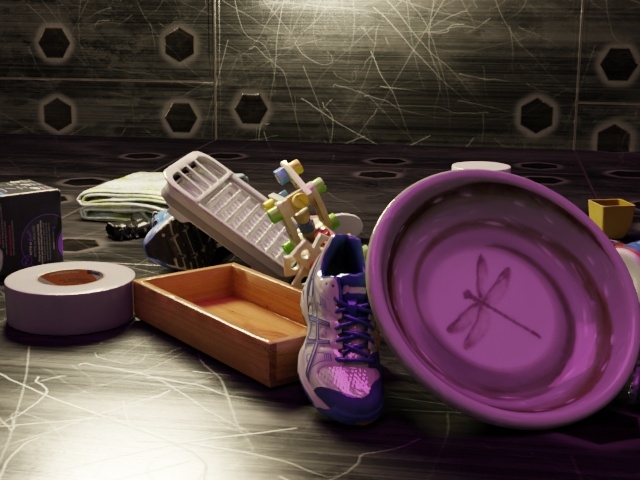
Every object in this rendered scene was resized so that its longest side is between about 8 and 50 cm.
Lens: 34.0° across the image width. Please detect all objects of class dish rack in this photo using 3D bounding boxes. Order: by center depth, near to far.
[{"bbox_3d":[-0.163,-0.037,2.080,0.333,0.072,0.285,36,17,-1],"label":"dish rack"}]

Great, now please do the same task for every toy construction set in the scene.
[{"bbox_3d":[0.000,0.000,1.882,0.151,0.215,0.327,-24,28,2],"label":"toy construction set"}]

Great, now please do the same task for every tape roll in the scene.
[{"bbox_3d":[-0.427,0.096,1.793,0.219,0.072,0.219,1,13,0],"label":"tape roll"}]

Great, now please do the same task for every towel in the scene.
[{"bbox_3d":[-0.392,-0.116,2.659,0.321,0.090,0.374,5,14,18],"label":"towel"}]

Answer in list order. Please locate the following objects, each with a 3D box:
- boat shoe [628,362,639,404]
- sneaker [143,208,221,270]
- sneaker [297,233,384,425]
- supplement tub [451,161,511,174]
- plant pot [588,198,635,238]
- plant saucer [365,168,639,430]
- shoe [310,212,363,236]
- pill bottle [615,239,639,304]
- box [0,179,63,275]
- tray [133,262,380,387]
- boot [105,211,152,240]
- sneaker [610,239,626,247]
[{"bbox_3d":[0.479,0.183,1.454,0.083,0.065,0.183,10,18,20],"label":"boat shoe"},{"bbox_3d":[-0.293,-0.004,2.173,0.147,0.129,0.330,-11,7,17],"label":"sneaker"},{"bbox_3d":[0.028,0.112,1.425,0.112,0.131,0.296,3,40,-15],"label":"sneaker"},{"bbox_3d":[0.333,-0.058,2.188,0.144,0.199,0.144,0,13,0],"label":"supplement tub"},{"bbox_3d":[0.666,-0.047,2.403,0.082,0.083,0.081,-1,13,-10],"label":"plant pot"},{"bbox_3d":[0.245,0.088,1.460,0.401,0.400,0.100,-4,-30,-18],"label":"plant saucer"},{"bbox_3d":[0.002,-0.036,2.380,0.178,0.063,0.081,-7,20,-14],"label":"shoe"},{"bbox_3d":[0.589,0.058,1.869,0.222,0.124,0.124,-11,18,-43],"label":"pill bottle"},{"bbox_3d":[-0.666,-0.020,2.072,0.270,0.165,0.143,-10,17,-39],"label":"box"},{"bbox_3d":[-0.114,0.126,1.676,0.203,0.076,0.411,-9,17,-36],"label":"tray"},{"bbox_3d":[-0.446,-0.033,2.407,0.099,0.045,0.121,-10,17,-27],"label":"boot"},{"bbox_3d":[0.488,0.024,1.910,0.215,0.084,0.083,-4,40,-46],"label":"sneaker"}]
